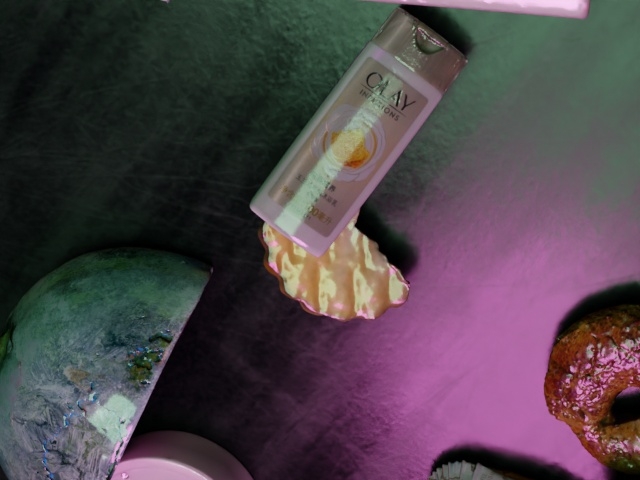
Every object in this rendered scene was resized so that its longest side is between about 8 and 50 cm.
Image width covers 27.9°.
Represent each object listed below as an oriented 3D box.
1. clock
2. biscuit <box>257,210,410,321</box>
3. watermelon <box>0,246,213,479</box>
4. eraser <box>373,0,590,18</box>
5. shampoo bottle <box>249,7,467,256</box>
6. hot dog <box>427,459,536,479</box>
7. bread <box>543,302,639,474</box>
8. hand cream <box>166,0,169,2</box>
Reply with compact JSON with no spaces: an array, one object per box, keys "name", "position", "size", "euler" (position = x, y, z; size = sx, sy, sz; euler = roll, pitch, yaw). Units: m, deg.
[{"name":"clock","position":[-0.162,0.308,1.399],"size":[0.197,0.068,0.197],"euler":[5,111,12]},{"name":"biscuit","position":[0.000,0.000,1.247],"size":[0.118,0.061,0.183],"euler":[-26,101,-1]},{"name":"watermelon","position":[-0.261,0.145,1.297],"size":[0.175,0.188,0.322],"euler":[27,110,-5]},{"name":"eraser","position":[0.104,-0.288,1.101],"size":[0.270,0.095,0.174],"euler":[7,111,12]},{"name":"shampoo bottle","position":[0.034,-0.098,1.173],"size":[0.086,0.056,0.227],"euler":[37,95,-6]},{"name":"hot dog","position":[0.196,0.285,1.312],"size":[0.192,0.053,0.099],"euler":[20,112,9]},{"name":"bread","position":[0.309,0.145,1.227],"size":[0.193,0.064,0.193],"euler":[6,114,14]},{"name":"hand cream","position":[-0.103,-0.311,1.169],"size":[0.078,0.050,0.205],"euler":[48,114,25]}]
